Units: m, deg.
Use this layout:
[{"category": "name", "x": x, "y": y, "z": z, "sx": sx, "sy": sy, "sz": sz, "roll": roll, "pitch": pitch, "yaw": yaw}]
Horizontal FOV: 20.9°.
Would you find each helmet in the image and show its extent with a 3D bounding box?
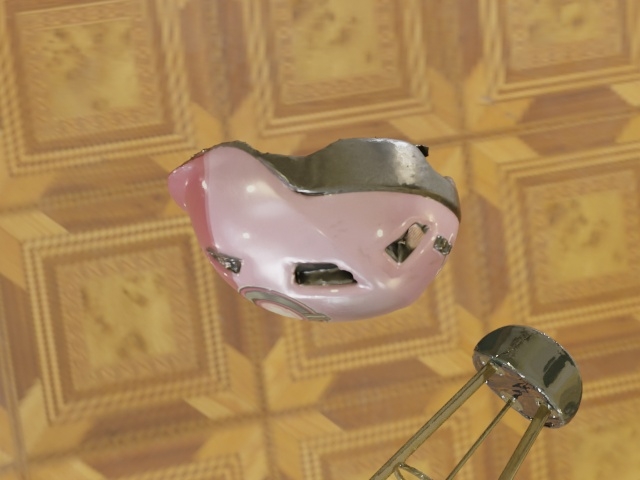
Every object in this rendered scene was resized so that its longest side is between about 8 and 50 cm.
[{"category": "helmet", "x": 0.000, "y": 0.000, "z": 1.511, "sx": 0.253, "sy": 0.198, "sz": 0.154, "roll": -17, "pitch": 66, "yaw": 20}]

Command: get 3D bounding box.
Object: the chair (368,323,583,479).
[{"category": "chair", "x": 0.113, "y": 0.172, "z": 1.365, "sx": 0.104, "sy": 0.095, "sz": 0.221, "roll": 39, "pitch": 78, "yaw": 6}]
